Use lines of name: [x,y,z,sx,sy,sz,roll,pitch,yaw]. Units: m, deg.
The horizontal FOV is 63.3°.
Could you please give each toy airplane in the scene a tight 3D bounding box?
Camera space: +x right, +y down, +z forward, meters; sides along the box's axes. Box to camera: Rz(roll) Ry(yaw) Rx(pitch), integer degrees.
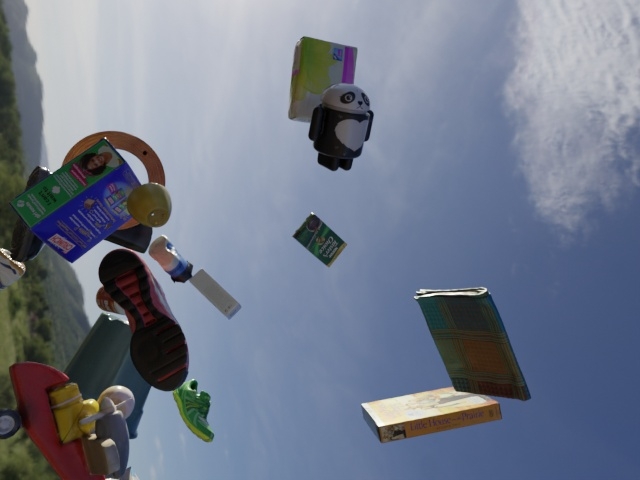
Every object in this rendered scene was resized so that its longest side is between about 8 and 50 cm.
toy airplane: [-0.538,0.466,1.207,0.385,0.272,0.385,27,-43,28]

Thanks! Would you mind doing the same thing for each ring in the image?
ring: [-0.697,-0.201,1.759,0.032,0.336,0.337,28,-58,58]

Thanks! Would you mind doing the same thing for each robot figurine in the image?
robot figurine: [0.069,-0.370,1.701,0.209,0.173,0.279,-54,157,-65]

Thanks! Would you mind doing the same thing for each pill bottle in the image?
pill bottle: [-0.800,0.239,2.099,0.216,0.121,0.121,2,-79,38]

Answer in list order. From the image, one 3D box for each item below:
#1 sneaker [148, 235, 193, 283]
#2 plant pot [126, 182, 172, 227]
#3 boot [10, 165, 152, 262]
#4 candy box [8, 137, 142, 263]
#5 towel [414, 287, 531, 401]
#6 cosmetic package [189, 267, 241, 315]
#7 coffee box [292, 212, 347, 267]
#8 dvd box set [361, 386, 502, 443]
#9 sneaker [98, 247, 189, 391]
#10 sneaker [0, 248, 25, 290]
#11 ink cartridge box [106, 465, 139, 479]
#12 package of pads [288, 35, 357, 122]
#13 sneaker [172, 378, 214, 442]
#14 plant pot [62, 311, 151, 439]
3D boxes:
sneaker: [-0.344,0.049,1.209,0.152,0.058,0.085,33,-17,51]
plant pot: [-0.503,-0.092,1.565,0.095,0.134,0.134,46,-44,42]
boot: [-0.838,-0.034,1.885,0.146,0.445,0.368,-23,-125,36]
candy box: [-0.699,-0.112,1.555,0.122,0.317,0.268,43,-17,15]
towel: [0.454,0.315,1.575,0.271,0.040,0.371,-10,-73,51]
cosmetic package: [-0.457,0.234,2.266,0.231,0.085,0.117,43,-15,10]
coffee box: [0.000,0.000,1.824,0.113,0.184,0.040,-50,-149,-6]
dvd box set: [0.377,0.605,1.842,0.307,0.419,0.062,145,-63,-83]
sneaker: [-0.352,0.161,1.106,0.136,0.115,0.314,149,-81,-87]
sneaker: [-1.126,0.041,1.698,0.296,0.131,0.112,46,-10,-8]
ink cartridge box: [-0.606,0.812,1.641,0.092,0.089,0.143,36,-33,58]
package of pads: [0.004,-0.573,1.899,0.101,0.228,0.297,-163,-102,-67]
sneaker: [-0.480,0.649,2.018,0.295,0.123,0.110,45,-16,42]
plant pot: [-0.708,0.444,1.773,0.341,0.341,0.334,-5,-121,62]
